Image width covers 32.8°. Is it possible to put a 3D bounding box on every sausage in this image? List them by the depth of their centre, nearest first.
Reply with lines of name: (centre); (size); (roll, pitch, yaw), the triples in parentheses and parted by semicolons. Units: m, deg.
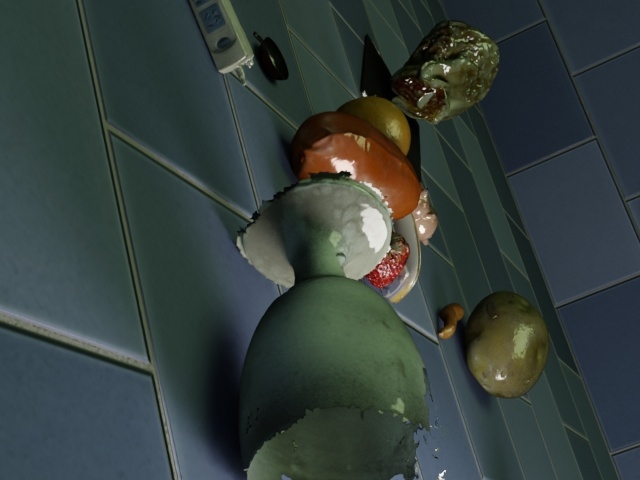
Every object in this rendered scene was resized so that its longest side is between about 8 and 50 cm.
sausage: (0.055, -0.102, 1.567); (0.258, 0.133, 0.133); (35, 35, -49)

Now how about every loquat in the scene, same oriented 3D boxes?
loquat: (0.074, -0.162, 1.707); (0.141, 0.141, 0.141); (56, 20, -32)

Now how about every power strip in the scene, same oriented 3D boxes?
power strip: (-0.133, -0.285, 1.391); (0.191, 0.047, 0.030); (67, 21, 4)

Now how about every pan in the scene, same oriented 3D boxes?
pan: (-0.080, -0.271, 1.572); (0.115, 0.023, 0.068); (39, 32, -62)

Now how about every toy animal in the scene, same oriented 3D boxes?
toy animal: (0.166, -0.052, 1.962); (0.150, 0.089, 0.083); (52, 0, -31)

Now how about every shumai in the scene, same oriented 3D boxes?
shumai: (0.258, -0.336, 2.340); (0.189, 0.256, 0.218); (34, 48, 3)

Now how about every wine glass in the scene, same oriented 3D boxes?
wine glass: (0.007, 0.103, 1.073); (0.190, 0.190, 0.357); (52, 19, -39)

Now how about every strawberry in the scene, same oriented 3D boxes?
strawberry: (0.091, 0.027, 1.608); (0.083, 0.083, 0.096); (-88, 173, -55)

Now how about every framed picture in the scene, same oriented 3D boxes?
framed picture: (0.153, -0.278, 2.320); (0.255, 0.014, 0.339); (58, 18, -24)

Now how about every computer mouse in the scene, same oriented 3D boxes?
computer mouse: (0.112, 0.000, 1.694); (0.045, 0.102, 0.199); (1, 58, -29)

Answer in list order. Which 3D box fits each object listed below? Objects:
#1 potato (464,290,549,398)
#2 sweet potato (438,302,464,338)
potato: (0.350, 0.199, 2.050); (0.178, 0.160, 0.235); (41, 34, -1)
sweet potato: (0.237, 0.137, 1.976); (0.044, 0.044, 0.179); (65, 15, -4)
